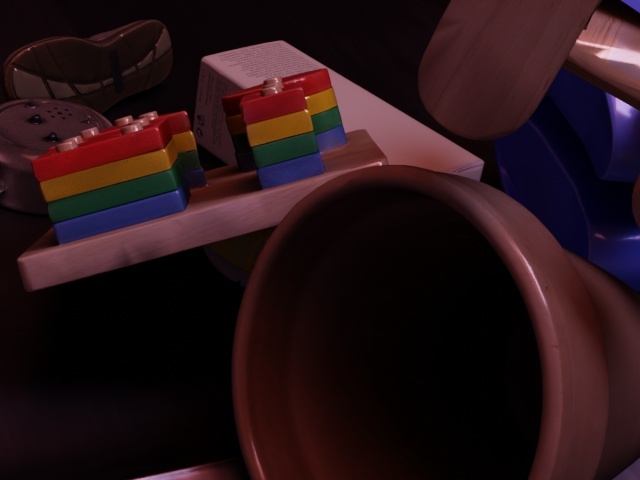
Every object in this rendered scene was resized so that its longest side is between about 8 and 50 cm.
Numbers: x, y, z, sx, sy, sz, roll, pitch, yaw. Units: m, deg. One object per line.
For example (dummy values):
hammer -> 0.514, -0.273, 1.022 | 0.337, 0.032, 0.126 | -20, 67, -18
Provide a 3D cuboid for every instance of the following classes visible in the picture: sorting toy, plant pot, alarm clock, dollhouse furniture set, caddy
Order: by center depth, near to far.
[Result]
dollhouse furniture set -> 0.250, -0.036, 0.882 | 0.394, 0.256, 0.362 | 30, 18, 5
plant pot -> 0.107, 0.090, 0.897 | 0.229, 0.263, 0.263 | 4, 27, -48
sorting toy -> -0.088, -0.060, 1.023 | 0.257, 0.089, 0.255 | -16, 9, 1
alarm clock -> -0.226, -0.082, 1.217 | 0.192, 0.064, 0.129 | -8, 35, -33
caddy -> 0.285, -0.095, 1.223 | 0.179, 0.241, 0.341 | -2, 34, -12

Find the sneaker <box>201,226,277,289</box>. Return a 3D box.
sneaker -> 0.000, 0.000, 1.116 | 0.208, 0.094, 0.081 | 17, 32, 11

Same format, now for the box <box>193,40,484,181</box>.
box -> 0.009, -0.084, 1.257 | 0.113, 0.094, 0.275 | -18, 42, -38

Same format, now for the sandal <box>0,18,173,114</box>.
sandal -> -0.232, -0.170, 1.337 | 0.060, 0.090, 0.219 | 10, 28, 33
